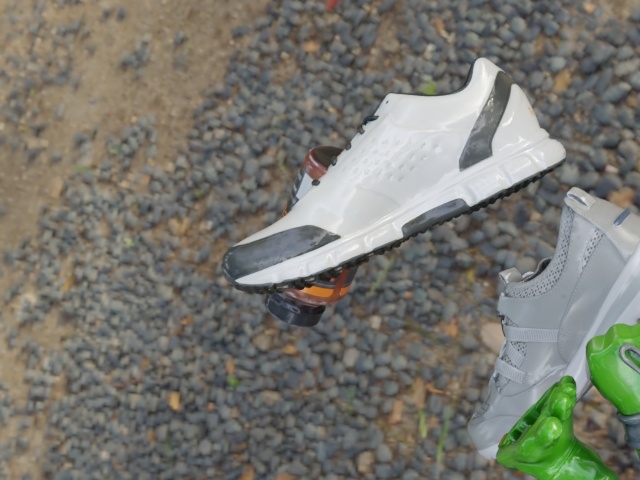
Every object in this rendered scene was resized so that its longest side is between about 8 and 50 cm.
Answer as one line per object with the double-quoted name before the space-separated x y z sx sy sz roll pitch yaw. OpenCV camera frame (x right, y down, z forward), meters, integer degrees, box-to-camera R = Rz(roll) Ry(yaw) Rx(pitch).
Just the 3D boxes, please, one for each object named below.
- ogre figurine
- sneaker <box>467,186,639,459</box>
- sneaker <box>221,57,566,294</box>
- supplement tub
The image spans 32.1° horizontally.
"ogre figurine" 0.115 0.139 0.478 0.118 0.097 0.197 35 91 5
"sneaker" 0.191 0.071 0.927 0.115 0.105 0.281 41 128 17
"sneaker" 0.017 -0.018 0.339 0.109 0.040 0.043 -26 87 -4
"supplement tub" 0.000 0.000 1.258 0.106 0.106 0.197 45 122 43
